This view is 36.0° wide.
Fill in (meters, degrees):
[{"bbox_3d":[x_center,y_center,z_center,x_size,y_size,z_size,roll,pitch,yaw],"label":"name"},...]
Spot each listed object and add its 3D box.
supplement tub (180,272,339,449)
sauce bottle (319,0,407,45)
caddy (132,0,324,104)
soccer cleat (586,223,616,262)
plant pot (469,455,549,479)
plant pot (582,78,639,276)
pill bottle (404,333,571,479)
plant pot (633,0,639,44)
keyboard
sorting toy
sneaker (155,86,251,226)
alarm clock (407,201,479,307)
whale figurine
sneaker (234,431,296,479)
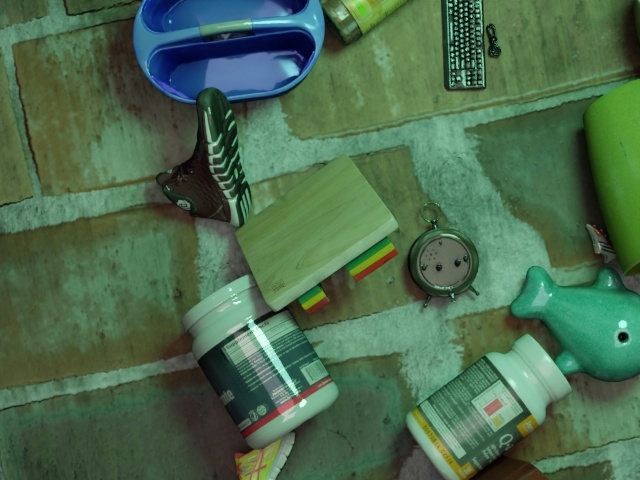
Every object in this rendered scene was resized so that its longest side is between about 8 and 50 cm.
[{"bbox_3d":[-0.110,0.216,1.762,0.191,0.191,0.272,-33,81,1],"label":"supplement tub"},{"bbox_3d":[0.150,-0.502,1.801,0.344,0.111,0.111,-40,90,0],"label":"sauce bottle"},{"bbox_3d":[-0.162,-0.367,1.771,0.341,0.179,0.241,-8,90,1],"label":"caddy"},{"bbox_3d":[0.521,0.005,1.842,0.035,0.029,0.083,-42,95,-3],"label":"soccer cleat"},{"bbox_3d":[0.331,0.533,1.750,0.267,0.267,0.236,45,79,0],"label":"plant pot"},{"bbox_3d":[0.594,-0.129,1.741,0.274,0.275,0.294,-25,75,1],"label":"plant pot"},{"bbox_3d":[0.304,0.304,1.782,0.278,0.162,0.162,-37,90,1],"label":"pill bottle"},{"bbox_3d":[0.691,-0.350,1.739,0.284,0.284,0.191,-5,127,1],"label":"plant pot"},{"bbox_3d":[0.285,-0.375,1.843,0.108,0.023,0.180,-2,91,1],"label":"keyboard"},{"bbox_3d":[0.000,0.000,1.755,0.257,0.255,0.089,-35,125,3],"label":"sorting toy"},{"bbox_3d":[-0.229,-0.142,1.766,0.162,0.106,0.281,2,127,15],"label":"sneaker"},{"bbox_3d":[0.224,0.022,1.832,0.129,0.064,0.192,-14,87,1],"label":"alarm clock"},{"bbox_3d":[0.487,0.147,1.788,0.272,0.141,0.216,28,91,1],"label":"whale figurine"},{"bbox_3d":[-0.128,0.435,1.834,0.094,0.081,0.209,27,80,0],"label":"sneaker"}]
